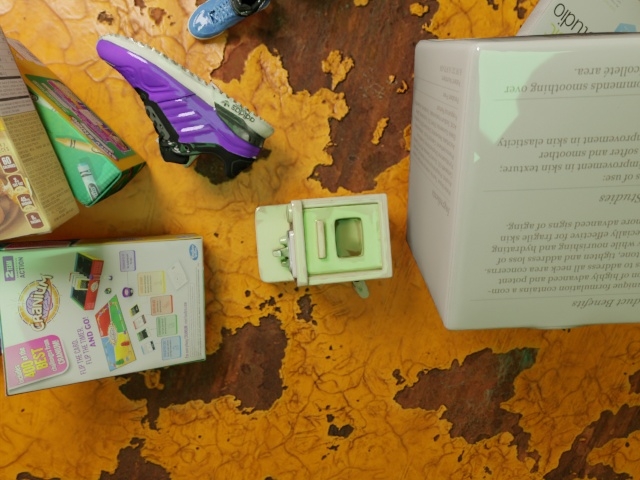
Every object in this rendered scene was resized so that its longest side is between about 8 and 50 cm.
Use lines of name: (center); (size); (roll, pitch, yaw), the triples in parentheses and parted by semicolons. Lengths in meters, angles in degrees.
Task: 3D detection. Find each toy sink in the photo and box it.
toy sink: (0.000, 0.000, 0.816); (0.234, 0.131, 0.152); (-4, 92, -7)

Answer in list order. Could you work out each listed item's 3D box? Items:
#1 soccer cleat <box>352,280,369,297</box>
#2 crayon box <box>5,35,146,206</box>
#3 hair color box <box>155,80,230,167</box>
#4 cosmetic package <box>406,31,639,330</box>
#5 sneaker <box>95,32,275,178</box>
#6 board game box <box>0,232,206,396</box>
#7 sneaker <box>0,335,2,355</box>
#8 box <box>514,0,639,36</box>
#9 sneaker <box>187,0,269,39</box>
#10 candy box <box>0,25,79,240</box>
soccer cleat: (0.078, 0.088, 0.919); (0.029, 0.035, 0.083); (-26, 108, -1)
crayon box: (-0.421, -0.189, 0.696); (0.081, 0.165, 0.278); (-43, 107, 5)
hair color box: (-0.214, -0.203, 0.788); (0.141, 0.043, 0.072); (-44, 107, 4)
cosmetic package: (0.331, -0.111, 0.706); (0.330, 0.327, 0.393); (-2, 114, 0)
sneaker: (-0.232, -0.199, 0.710); (0.294, 0.102, 0.146); (30, 99, -14)
board game box: (-0.366, 0.114, 0.777); (0.317, 0.064, 0.242); (-3, 100, -28)
sneaker: (-0.665, 0.150, 0.798); (0.237, 0.095, 0.104); (24, 108, -15)
box: (0.467, -0.326, 0.850); (0.232, 0.058, 0.321); (31, 101, -15)
sneaker: (-0.150, -0.380, 0.726); (0.152, 0.084, 0.058); (-24, 108, -1)
candy box: (-0.471, -0.152, 0.568); (0.183, 0.087, 0.316); (-11, 113, 4)
